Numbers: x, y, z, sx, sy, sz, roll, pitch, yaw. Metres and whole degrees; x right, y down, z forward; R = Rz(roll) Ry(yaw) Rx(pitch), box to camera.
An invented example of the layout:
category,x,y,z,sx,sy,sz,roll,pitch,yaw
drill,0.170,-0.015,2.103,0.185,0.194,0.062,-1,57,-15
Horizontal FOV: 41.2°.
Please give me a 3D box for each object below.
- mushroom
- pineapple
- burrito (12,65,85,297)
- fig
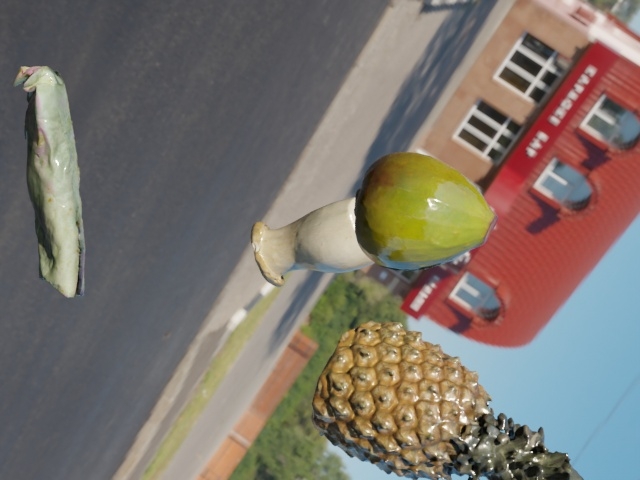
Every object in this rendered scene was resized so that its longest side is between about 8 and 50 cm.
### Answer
category,x,y,z,sx,sy,sz,roll,pitch,yaw
mushroom,0.000,0.001,1.127,0.097,0.213,0.088,46,44,-47
pineapple,0.164,0.253,1.126,0.202,0.362,0.201,-35,140,-36
burrito,-0.350,-0.074,1.119,0.066,0.309,0.096,-10,-170,-29
fig,0.063,-0.016,0.519,0.074,0.088,0.073,10,90,-75
